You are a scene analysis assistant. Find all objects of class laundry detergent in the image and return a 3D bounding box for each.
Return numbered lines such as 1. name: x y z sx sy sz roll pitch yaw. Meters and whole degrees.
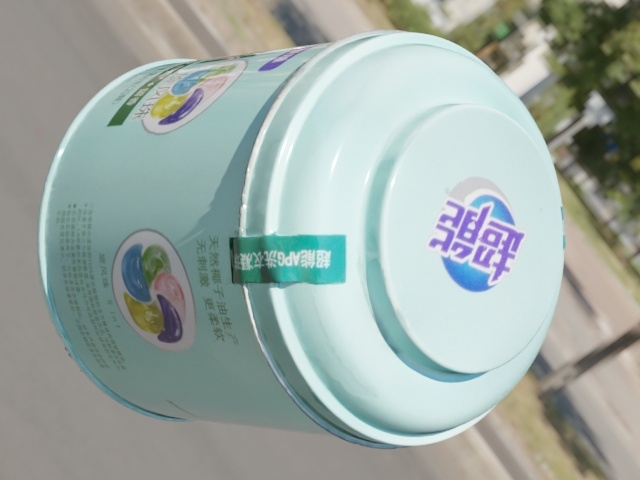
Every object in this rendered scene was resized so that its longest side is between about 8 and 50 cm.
1. laundry detergent: 0.000 0.000 1.207 0.305 0.287 0.287 -1 -40 47
